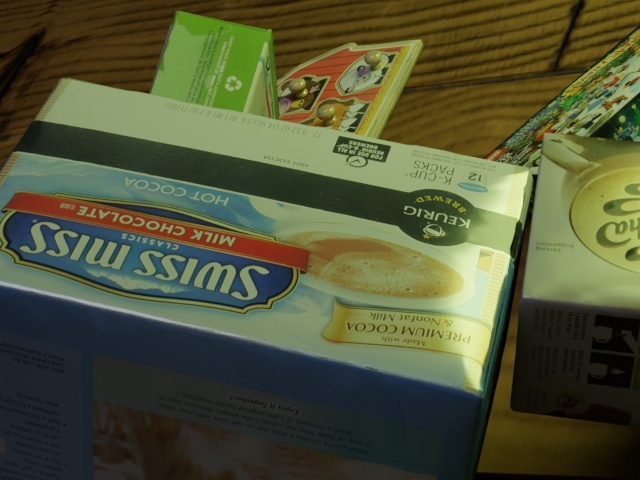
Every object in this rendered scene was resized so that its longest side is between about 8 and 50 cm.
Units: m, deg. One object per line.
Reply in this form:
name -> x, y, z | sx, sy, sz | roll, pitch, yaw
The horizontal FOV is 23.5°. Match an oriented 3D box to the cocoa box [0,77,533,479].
cocoa box -> -0.054, 0.070, 1.042 | 0.347, 0.231, 0.228 | 12, 40, 8

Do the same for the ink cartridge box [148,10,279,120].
ink cartridge box -> -0.118, -0.056, 1.451 | 0.097, 0.189, 0.255 | 12, 70, 6

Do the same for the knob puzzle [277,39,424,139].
knob puzzle -> -0.005, -0.152, 1.626 | 0.213, 0.030, 0.213 | -20, 37, 15

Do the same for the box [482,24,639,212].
box -> 0.250, -0.111, 1.329 | 0.233, 0.044, 0.159 | -40, 14, -14

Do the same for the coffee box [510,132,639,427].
coffee box -> 0.284, 0.036, 1.017 | 0.297, 0.119, 0.168 | 7, 45, 10
